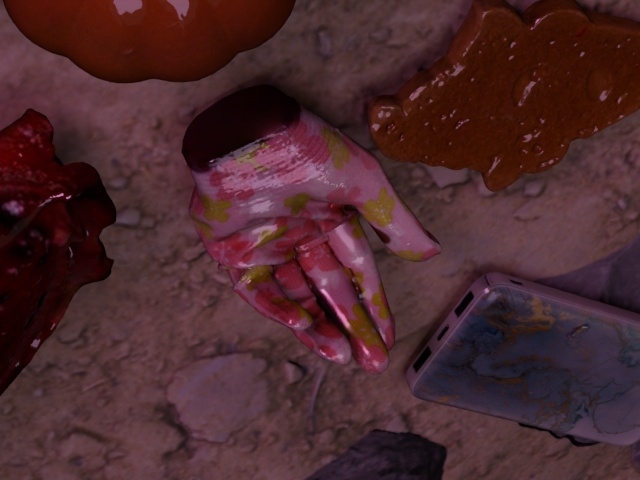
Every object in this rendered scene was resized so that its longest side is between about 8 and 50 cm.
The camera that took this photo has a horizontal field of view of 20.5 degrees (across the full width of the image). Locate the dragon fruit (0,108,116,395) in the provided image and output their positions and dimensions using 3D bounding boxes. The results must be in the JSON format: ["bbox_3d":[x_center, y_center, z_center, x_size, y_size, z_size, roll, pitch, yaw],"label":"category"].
[{"bbox_3d":[-0.319,0.031,1.268,0.329,0.228,0.286,-47,167,-9],"label":"dragon fruit"}]

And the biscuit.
[{"bbox_3d":[0.164,-0.121,1.390,0.280,0.043,0.183,-16,136,-18],"label":"biscuit"}]

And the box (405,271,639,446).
[{"bbox_3d":[0.220,0.112,1.610,0.285,0.044,0.142,16,123,-33],"label":"box"}]

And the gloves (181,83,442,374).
[{"bbox_3d":[-0.008,-0.004,1.358,0.145,0.126,0.241,-45,133,-19],"label":"gloves"}]

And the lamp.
[{"bbox_3d":[-0.106,-0.206,1.087,0.223,0.196,0.223,0,96,-3],"label":"lamp"}]
